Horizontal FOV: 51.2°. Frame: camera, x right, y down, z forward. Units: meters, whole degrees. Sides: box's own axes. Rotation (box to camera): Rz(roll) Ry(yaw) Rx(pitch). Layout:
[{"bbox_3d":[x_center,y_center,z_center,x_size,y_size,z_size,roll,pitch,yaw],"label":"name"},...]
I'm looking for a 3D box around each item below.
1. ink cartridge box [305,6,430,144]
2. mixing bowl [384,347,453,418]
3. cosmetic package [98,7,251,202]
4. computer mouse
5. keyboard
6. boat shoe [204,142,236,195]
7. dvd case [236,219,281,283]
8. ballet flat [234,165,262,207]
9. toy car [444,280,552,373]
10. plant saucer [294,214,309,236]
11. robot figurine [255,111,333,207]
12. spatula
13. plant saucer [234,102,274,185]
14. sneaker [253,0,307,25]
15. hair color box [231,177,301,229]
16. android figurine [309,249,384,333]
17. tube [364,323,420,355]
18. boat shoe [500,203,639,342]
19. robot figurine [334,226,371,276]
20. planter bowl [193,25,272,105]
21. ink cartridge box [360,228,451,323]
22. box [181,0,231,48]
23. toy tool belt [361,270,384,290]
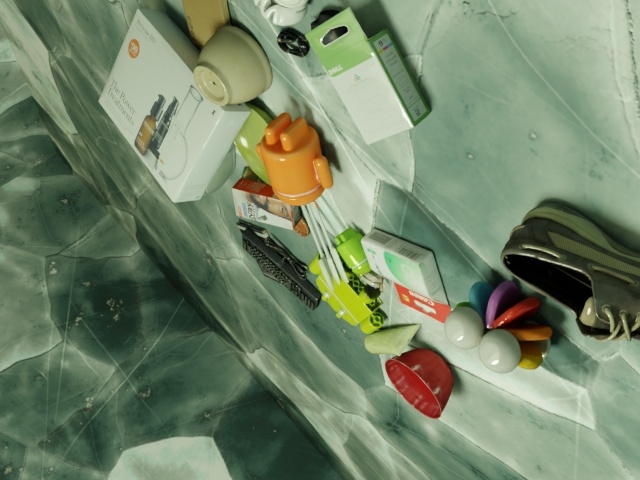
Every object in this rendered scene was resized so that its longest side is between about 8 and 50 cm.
[{"bbox_3d":[0.077,-0.268,1.074,0.109,0.062,0.209,-13,114,49],"label":"ink cartridge box"},{"bbox_3d":[0.253,0.328,1.608,0.181,0.098,0.181,43,156,24],"label":"mixing bowl"},{"bbox_3d":[-0.362,-0.323,1.606,0.377,0.097,0.284,50,122,21],"label":"cosmetic package"},{"bbox_3d":[-0.020,-0.358,1.187,0.242,0.041,0.071,13,137,58],"label":"computer mouse"},{"bbox_3d":[-0.120,0.078,2.010,0.317,0.033,0.201,40,151,15],"label":"keyboard"},{"bbox_3d":[-0.292,-0.234,1.819,0.091,0.114,0.302,47,145,11],"label":"boat shoe"},{"bbox_3d":[-0.175,0.042,2.109,0.164,0.018,0.221,19,141,52],"label":"dvd case"},{"bbox_3d":[-0.187,-0.135,1.828,0.073,0.080,0.232,23,159,-2],"label":"ballet flat"},{"bbox_3d":[0.321,0.140,1.173,0.182,0.159,0.136,34,117,38],"label":"toy car"},{"bbox_3d":[-0.057,-0.046,1.759,0.083,0.013,0.083,42,156,23],"label":"plant saucer"},{"bbox_3d":[-0.056,-0.166,1.433,0.128,0.158,0.219,-93,-8,-45],"label":"robot figurine"},{"bbox_3d":[0.000,0.000,1.606,0.168,0.019,0.242,132,116,-77],"label":"spatula"},{"bbox_3d":[-0.138,-0.234,1.604,0.241,0.037,0.241,42,155,25],"label":"plant saucer"},{"bbox_3d":[-0.119,-0.497,1.106,0.292,0.110,0.118,43,150,0],"label":"sneaker"},{"bbox_3d":[-0.137,-0.093,1.699,0.167,0.053,0.093,13,134,20],"label":"hair color box"},{"bbox_3d":[0.067,0.136,1.741,0.248,0.056,0.273,50,156,5],"label":"android figurine"},{"bbox_3d":[0.177,0.253,1.669,0.240,0.062,0.070,145,122,-71],"label":"tube"},{"bbox_3d":[0.403,0.085,0.914,0.355,0.130,0.132,34,152,37],"label":"boat shoe"},{"bbox_3d":[0.083,0.028,1.526,0.115,0.067,0.101,55,144,1],"label":"robot figurine"},{"bbox_3d":[-0.197,-0.353,1.412,0.162,0.109,0.162,32,151,20],"label":"planter bowl"},{"bbox_3d":[0.190,0.096,1.447,0.181,0.056,0.225,25,143,49],"label":"ink cartridge box"},{"bbox_3d":[-0.247,-0.488,1.454,0.164,0.021,0.201,38,153,30],"label":"box"},{"bbox_3d":[0.117,0.086,1.573,0.083,0.052,0.051,29,140,45],"label":"toy tool belt"}]
